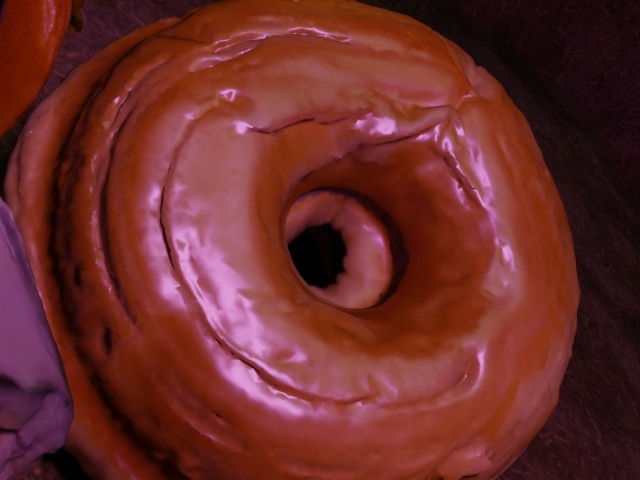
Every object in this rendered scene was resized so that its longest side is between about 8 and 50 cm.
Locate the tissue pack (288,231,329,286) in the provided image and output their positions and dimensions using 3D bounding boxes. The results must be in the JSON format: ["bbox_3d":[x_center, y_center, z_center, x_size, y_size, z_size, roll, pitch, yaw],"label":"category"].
[{"bbox_3d":[0.000,0.000,1.205,0.311,0.128,0.228,8,47,-57],"label":"tissue pack"}]

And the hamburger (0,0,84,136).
[{"bbox_3d":[-0.284,-0.201,0.832,0.291,0.291,0.225,36,24,-27],"label":"hamburger"}]

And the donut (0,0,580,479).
[{"bbox_3d":[-0.007,0.019,0.911,0.449,0.198,0.449,10,68,-25],"label":"donut"}]

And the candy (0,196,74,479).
[{"bbox_3d":[-0.246,0.053,0.672,0.185,0.137,0.195,20,35,-49],"label":"candy"}]
